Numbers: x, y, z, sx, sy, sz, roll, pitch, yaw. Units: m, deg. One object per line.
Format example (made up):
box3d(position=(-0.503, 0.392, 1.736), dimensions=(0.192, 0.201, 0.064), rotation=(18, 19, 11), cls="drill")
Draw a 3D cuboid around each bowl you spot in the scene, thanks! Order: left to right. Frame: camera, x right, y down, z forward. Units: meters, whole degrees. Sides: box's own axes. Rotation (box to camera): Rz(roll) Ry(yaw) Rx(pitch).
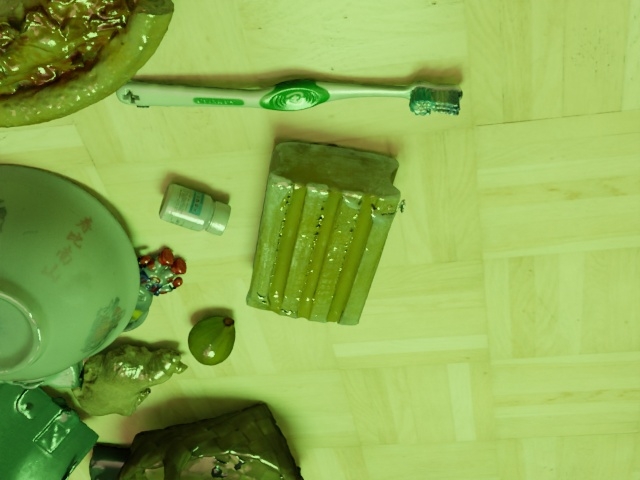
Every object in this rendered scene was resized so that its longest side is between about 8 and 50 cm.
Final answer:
box3d(position=(-0.428, 0.082, 1.235), dimensions=(0.346, 0.157, 0.345), rotation=(0, 120, -1), cls="bowl")

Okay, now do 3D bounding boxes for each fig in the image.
box3d(position=(-0.166, 0.152, 1.422), dimensions=(0.074, 0.074, 0.088), rotation=(28, 117, -24), cls="fig")

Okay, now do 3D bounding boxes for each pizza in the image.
box3d(position=(-0.331, -0.214, 1.034), dimensions=(0.365, 0.074, 0.182), rotation=(-13, 144, 16), cls="pizza")

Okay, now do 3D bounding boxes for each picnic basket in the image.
box3d(position=(-0.195, 0.476, 1.554), dimensions=(0.337, 0.337, 0.293), rotation=(-13, 119, 18), cls="picnic basket")

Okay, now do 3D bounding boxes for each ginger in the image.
box3d(position=(-0.327, 0.227, 1.511), dimensions=(0.137, 0.074, 0.213), rotation=(24, 138, -33), cls="ginger")

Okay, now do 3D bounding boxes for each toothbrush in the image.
box3d(position=(-0.041, -0.175, 1.089), dimensions=(0.418, 0.040, 0.042), rotation=(3, 139, 7), cls="toothbrush")

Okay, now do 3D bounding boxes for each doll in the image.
box3d(position=(-0.283, 0.079, 1.358), dimensions=(0.195, 0.062, 0.104), rotation=(-33, 145, 21), cls="doll")

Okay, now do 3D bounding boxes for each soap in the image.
box3d(position=(0.000, 0.000, 1.231), dimensions=(0.173, 0.089, 0.274), rotation=(8, 137, -6), cls="soap")

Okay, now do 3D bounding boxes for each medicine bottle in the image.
box3d(position=(-0.169, -0.040, 1.226), dimensions=(0.089, 0.052, 0.052), rotation=(19, 135, -16), cls="medicine bottle")

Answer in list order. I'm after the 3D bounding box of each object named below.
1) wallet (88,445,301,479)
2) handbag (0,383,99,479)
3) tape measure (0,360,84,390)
box3d(position=(-0.246, 0.499, 1.804), dimensions=(0.406, 0.062, 0.228), rotation=(5, 137, -1), cls="wallet")
box3d(position=(-0.562, 0.328, 1.540), dimensions=(0.238, 0.089, 0.326), rotation=(-48, 126, -11), cls="handbag")
box3d(position=(-0.536, 0.159, 1.413), dimensions=(0.330, 0.084, 0.164), rotation=(5, 110, -9), cls="tape measure")
